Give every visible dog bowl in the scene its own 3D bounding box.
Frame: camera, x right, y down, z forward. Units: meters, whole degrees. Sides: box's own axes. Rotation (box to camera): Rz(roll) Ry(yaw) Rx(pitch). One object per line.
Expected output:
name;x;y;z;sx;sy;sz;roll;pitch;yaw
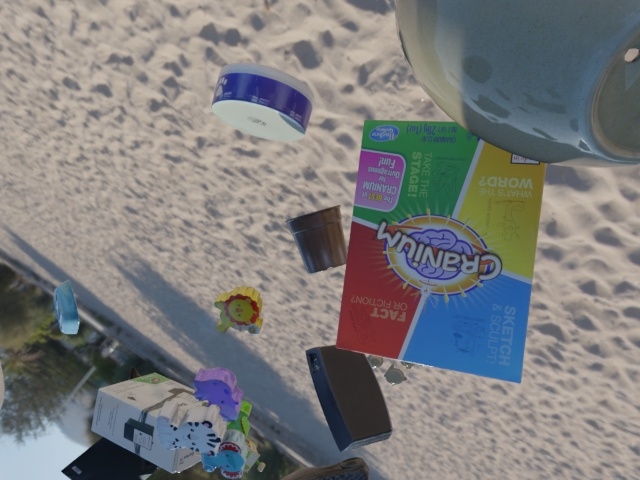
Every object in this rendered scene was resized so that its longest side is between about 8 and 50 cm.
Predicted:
dog bowl;-0.155;-0.366;1.428;0.265;0.104;0.265;14;172;2

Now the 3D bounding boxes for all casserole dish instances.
casserole dish;-0.627;0.169;1.303;0.188;0.037;0.114;-40;67;54

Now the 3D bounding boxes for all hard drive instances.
hard drive;0.074;0.369;1.295;0.054;0.172;0.254;-50;51;40

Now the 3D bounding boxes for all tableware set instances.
tableware set;0.239;0.398;1.762;0.169;0.141;0.020;41;-163;-6

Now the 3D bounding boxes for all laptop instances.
laptop;-0.521;0.516;1.391;0.137;0.264;0.234;-13;131;5

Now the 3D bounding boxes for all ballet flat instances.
ballet flat;0.002;0.425;0.932;0.057;0.173;0.049;-116;15;-88

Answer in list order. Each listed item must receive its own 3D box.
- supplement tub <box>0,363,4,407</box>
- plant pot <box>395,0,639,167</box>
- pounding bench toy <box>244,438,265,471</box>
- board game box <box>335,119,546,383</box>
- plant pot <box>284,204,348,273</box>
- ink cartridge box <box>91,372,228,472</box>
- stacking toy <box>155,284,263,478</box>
supplement tub;-0.749;0.260;0.887;0.235;0.325;0.235;158;90;-76
plant pot;0.219;-0.165;0.403;0.284;0.191;0.284;-6;135;-6
pounding bench toy;-0.180;0.545;1.340;0.083;0.052;0.065;39;175;-12
board game box;0.160;0.005;0.702;0.242;0.316;0.064;6;177;22
plant pot;0.000;0.000;1.494;0.167;0.167;0.165;-14;92;63
ink cartridge box;-0.295;0.335;0.998;0.208;0.086;0.153;14;-175;26
stacking toy;-0.092;0.179;0.513;0.052;0.167;0.221;5;120;6
